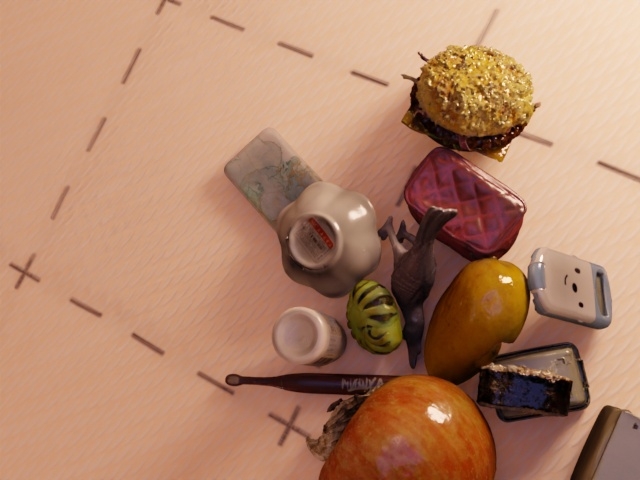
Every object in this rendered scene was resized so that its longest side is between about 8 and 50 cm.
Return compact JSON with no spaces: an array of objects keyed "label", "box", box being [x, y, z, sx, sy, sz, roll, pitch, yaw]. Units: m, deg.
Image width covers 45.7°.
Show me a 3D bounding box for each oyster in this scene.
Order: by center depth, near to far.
[{"label":"oyster","box":[0.050,0.334,1.408,0.106,0.200,0.061,-16,57,-31]}]

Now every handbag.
[{"label":"handbag","box":[0.265,-0.062,1.405,0.225,0.135,0.146,36,89,15]}]

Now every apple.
[{"label":"apple","box":[0.151,0.383,1.275,0.250,0.277,0.309,34,125,12]}]

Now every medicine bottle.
[{"label":"medicine bottle","box":[-0.015,0.181,1.407,0.102,0.186,0.103,-3,79,16]}]

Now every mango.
[{"label":"mango","box":[0.270,0.148,1.343,0.262,0.130,0.167,-59,23,33]}]

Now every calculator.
[{"label":"calculator","box":[0.435,0.084,1.315,0.039,0.210,0.121,-26,54,53]}]

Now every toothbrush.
[{"label":"toothbrush","box":[-0.014,0.277,1.466,0.364,0.041,0.041,-1,79,15]}]

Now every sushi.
[{"label":"sushi","box":[0.335,0.245,1.251,0.150,0.090,0.078,6,78,18]}]

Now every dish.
[{"label":"dish","box":[0.000,0.000,1.437,0.229,0.081,0.229,1,93,25]}]

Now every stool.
[{"label":"stool","box":[0.546,0.390,1.182,0.269,0.243,0.170,24,88,19]}]

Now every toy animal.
[{"label":"toy animal","box":[0.168,0.036,1.388,0.081,0.367,0.206,-6,39,-14]}]

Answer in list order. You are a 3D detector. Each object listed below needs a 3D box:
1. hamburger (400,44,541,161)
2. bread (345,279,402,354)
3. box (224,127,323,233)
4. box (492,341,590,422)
[{"label":"hamburger","box":[0.274,-0.272,1.404,0.261,0.139,0.243,16,53,13]},{"label":"bread","box":[0.096,0.146,1.416,0.130,0.071,0.139,36,133,49]},{"label":"box","box":[-0.065,-0.093,1.550,0.142,0.044,0.285,-42,72,0]},{"label":"box","box":[0.381,0.249,1.333,0.172,0.093,0.124,-15,77,13]}]
